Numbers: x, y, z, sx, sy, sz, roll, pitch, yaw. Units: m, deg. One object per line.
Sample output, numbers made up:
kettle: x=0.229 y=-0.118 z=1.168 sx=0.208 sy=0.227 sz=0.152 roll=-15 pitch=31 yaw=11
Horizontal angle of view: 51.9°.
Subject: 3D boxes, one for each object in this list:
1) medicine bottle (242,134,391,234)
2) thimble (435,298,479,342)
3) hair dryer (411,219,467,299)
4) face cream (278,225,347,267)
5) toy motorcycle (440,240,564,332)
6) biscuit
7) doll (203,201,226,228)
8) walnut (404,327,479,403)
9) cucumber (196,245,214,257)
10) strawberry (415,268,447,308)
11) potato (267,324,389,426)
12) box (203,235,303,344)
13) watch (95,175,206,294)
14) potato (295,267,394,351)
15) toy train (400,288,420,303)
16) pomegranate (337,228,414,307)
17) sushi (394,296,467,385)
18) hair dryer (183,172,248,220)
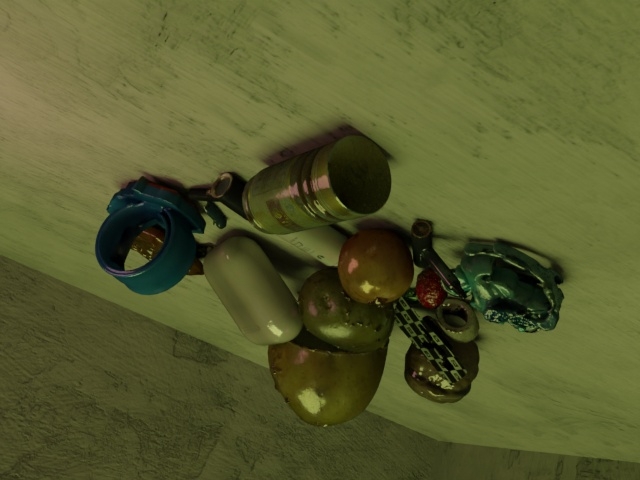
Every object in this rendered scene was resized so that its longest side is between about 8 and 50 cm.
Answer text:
medicine bottle: x=-0.020 y=-0.100 z=1.319 sx=0.151 sy=0.151 sz=0.322 roll=32 pitch=156 yaw=-29
thimble: x=0.380 y=0.222 z=1.825 sx=0.115 sy=0.102 sz=0.090 roll=19 pitch=163 yaw=31
hair dryer: x=0.268 y=0.067 z=1.483 sx=0.195 sy=0.050 sz=0.173 roll=59 pitch=176 yaw=25
face cream: x=0.000 y=0.000 z=1.633 sx=0.311 sy=0.092 sz=0.092 roll=31 pitch=156 yaw=-29
toy motorcycle: x=0.414 y=0.104 z=1.475 sx=0.260 sy=0.154 sz=0.206 roll=28 pitch=139 yaw=6
biscuit: x=-0.541 y=0.026 z=2.175 sx=0.359 sy=0.046 sz=0.359 roll=23 pitch=161 yaw=8
doll: x=-0.286 y=-0.069 z=1.781 sx=0.027 sy=0.037 sz=0.125 roll=11 pitch=156 yaw=23
walnut: x=0.378 y=0.393 z=2.077 sx=0.248 sy=0.248 sz=0.248 roll=17 pitch=159 yaw=7
cucumber: x=-0.389 y=0.036 z=2.130 sx=0.039 sy=0.043 sz=0.163 roll=-15 pitch=-171 yaw=-34
strawberry: x=0.286 y=0.122 z=1.687 sx=0.106 sy=0.106 sz=0.106 roll=17 pitch=159 yaw=7
potato: x=0.008 y=0.444 z=2.173 sx=0.385 sy=0.319 sz=0.442 roll=10 pitch=-175 yaw=24
box: x=-0.205 y=0.155 z=1.965 sx=0.349 sy=0.141 sz=0.289 roll=57 pitch=150 yaw=-5
watch: x=-0.493 y=-0.010 z=1.770 sx=0.305 sy=0.274 sz=0.241 roll=9 pitch=158 yaw=25
potato: x=0.099 y=0.211 z=1.898 sx=0.270 sy=0.219 sz=0.359 roll=18 pitch=170 yaw=38
toy train: x=0.264 y=0.157 z=1.866 sx=0.053 sy=0.033 sz=0.083 roll=37 pitch=153 yaw=-30
pomegranate: x=0.126 y=0.064 z=1.553 sx=0.191 sy=0.191 sz=0.191 roll=17 pitch=159 yaw=7
sushi: x=0.324 y=0.283 z=1.903 sx=0.279 sy=0.043 sz=0.192 roll=49 pitch=160 yaw=17
hair dryer: x=-0.256 y=-0.108 z=1.648 sx=0.255 sy=0.070 sz=0.128 roll=6 pitch=157 yaw=48
